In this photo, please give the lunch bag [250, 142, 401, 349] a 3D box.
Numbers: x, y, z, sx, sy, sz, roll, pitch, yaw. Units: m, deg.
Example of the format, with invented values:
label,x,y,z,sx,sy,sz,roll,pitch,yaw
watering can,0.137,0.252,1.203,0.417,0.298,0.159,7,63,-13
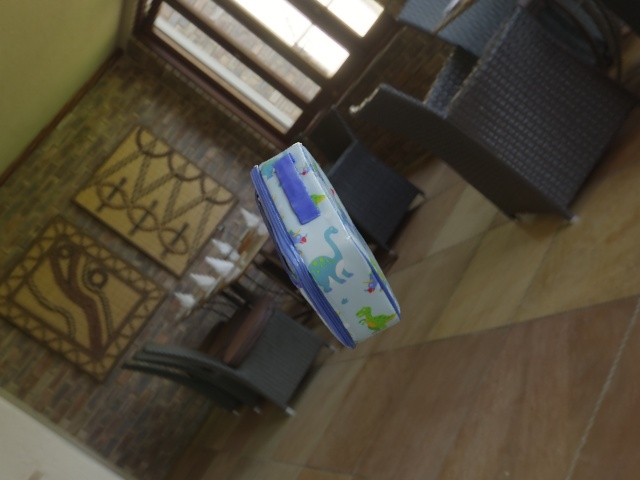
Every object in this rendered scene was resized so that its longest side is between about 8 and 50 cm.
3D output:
label,x,y,z,sx,sy,sz,roll,pitch,yaw
lunch bag,0.000,0.000,0.812,0.090,0.176,0.219,-29,41,2
